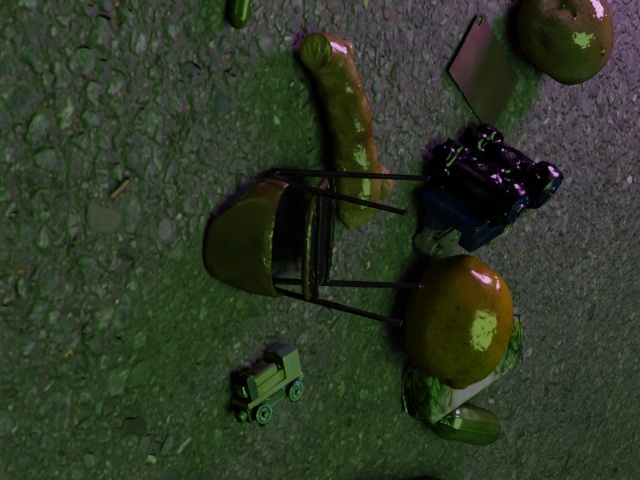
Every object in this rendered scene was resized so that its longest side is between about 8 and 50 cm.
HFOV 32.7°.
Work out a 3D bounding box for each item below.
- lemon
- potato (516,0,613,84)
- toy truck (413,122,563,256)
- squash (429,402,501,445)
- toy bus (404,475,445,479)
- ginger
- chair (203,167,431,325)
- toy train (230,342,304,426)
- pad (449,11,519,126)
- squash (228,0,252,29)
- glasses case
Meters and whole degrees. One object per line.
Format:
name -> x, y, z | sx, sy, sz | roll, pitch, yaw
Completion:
lemon -> 0.213, 0.126, 1.683 | 0.170, 0.170, 0.207 | 15, 89, -52
potato -> 0.395, -0.322, 1.749 | 0.157, 0.157, 0.194 | -59, 153, -15
toy truck -> 0.251, -0.061, 1.685 | 0.213, 0.161, 0.177 | -27, 144, -42
squash -> 0.251, 0.316, 1.882 | 0.219, 0.077, 0.068 | 22, 79, -50
toy bus -> 0.178, 0.467, 1.798 | 0.303, 0.147, 0.127 | 13, 95, -54
ginger -> 0.036, -0.146, 1.437 | 0.118, 0.065, 0.298 | -56, 143, -39
chair -> 0.000, 0.000, 1.378 | 0.172, 0.247, 0.158 | -47, 142, -63
toy train -> -0.070, 0.195, 1.467 | 0.122, 0.050, 0.081 | -30, 122, -39
pad -> 0.257, -0.258, 1.705 | 0.113, 0.006, 0.188 | -62, 143, -13
squash -> -0.089, -0.285, 1.259 | 0.027, 0.027, 0.083 | -5, 110, -49
glasses case -> 0.244, 0.209, 1.841 | 0.272, 0.062, 0.095 | -23, 114, -44
